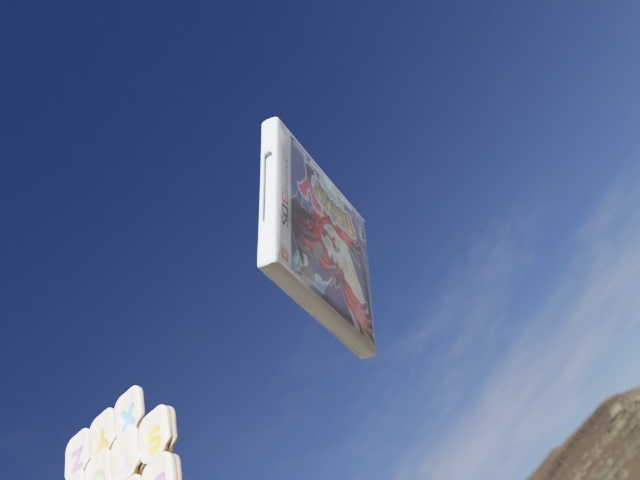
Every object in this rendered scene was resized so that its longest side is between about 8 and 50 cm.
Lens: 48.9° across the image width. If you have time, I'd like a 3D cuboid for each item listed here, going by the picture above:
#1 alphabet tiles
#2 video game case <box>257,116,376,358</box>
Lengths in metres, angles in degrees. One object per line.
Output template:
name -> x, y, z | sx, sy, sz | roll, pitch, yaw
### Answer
alphabet tiles -> -0.279, 0.336, 0.900 | 0.284, 0.278, 0.021 | -40, -48, 19
video game case -> 0.000, 0.000, 0.725 | 0.023, 0.184, 0.201 | -20, -41, 22
